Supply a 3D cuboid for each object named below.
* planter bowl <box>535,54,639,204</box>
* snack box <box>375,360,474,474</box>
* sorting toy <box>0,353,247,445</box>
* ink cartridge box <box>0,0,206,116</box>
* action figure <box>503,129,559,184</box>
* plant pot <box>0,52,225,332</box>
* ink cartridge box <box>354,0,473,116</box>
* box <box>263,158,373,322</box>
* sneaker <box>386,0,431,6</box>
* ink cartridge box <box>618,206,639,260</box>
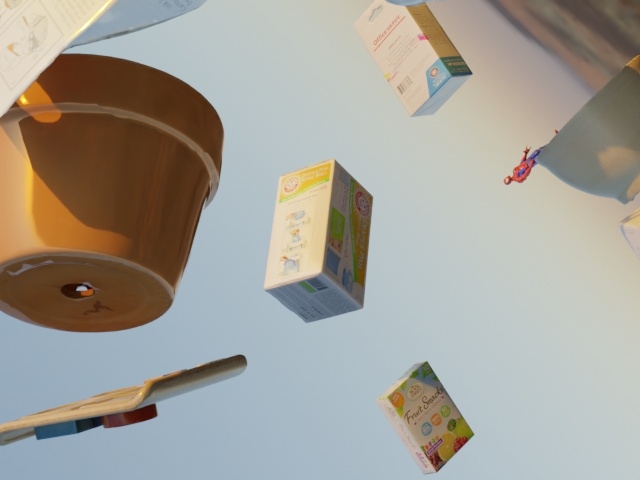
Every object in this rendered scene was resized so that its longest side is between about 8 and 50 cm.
[{"bbox_3d":[0.333,-0.109,1.407,0.109,0.162,0.162,45,-167,8],"label":"planter bowl"},{"bbox_3d":[0.160,0.270,1.942,0.100,0.037,0.141,-38,-82,-35],"label":"snack box"},{"bbox_3d":[-0.199,0.184,1.491,0.307,0.229,0.041,-9,-98,-62],"label":"sorting toy"},{"bbox_3d":[-0.239,-0.294,1.249,0.308,0.385,0.091,52,-170,35],"label":"ink cartridge box"},{"bbox_3d":[0.328,-0.124,1.977,0.030,0.115,0.038,30,-152,-31],"label":"action figure"},{"bbox_3d":[-0.249,-0.033,1.354,0.291,0.291,0.203,31,-132,-44],"label":"plant pot"},{"bbox_3d":[0.141,-0.294,1.966,0.061,0.104,0.181,-13,-114,-46],"label":"ink cartridge box"},{"bbox_3d":[0.000,0.000,1.866,0.114,0.103,0.203,41,-136,-42],"label":"box"},{"bbox_3d":[0.150,-0.286,1.211,0.095,0.235,0.090,17,-115,-51],"label":"sneaker"},{"bbox_3d":[0.606,0.031,2.077,0.231,0.134,0.078,55,171,-10],"label":"ink cartridge box"}]
